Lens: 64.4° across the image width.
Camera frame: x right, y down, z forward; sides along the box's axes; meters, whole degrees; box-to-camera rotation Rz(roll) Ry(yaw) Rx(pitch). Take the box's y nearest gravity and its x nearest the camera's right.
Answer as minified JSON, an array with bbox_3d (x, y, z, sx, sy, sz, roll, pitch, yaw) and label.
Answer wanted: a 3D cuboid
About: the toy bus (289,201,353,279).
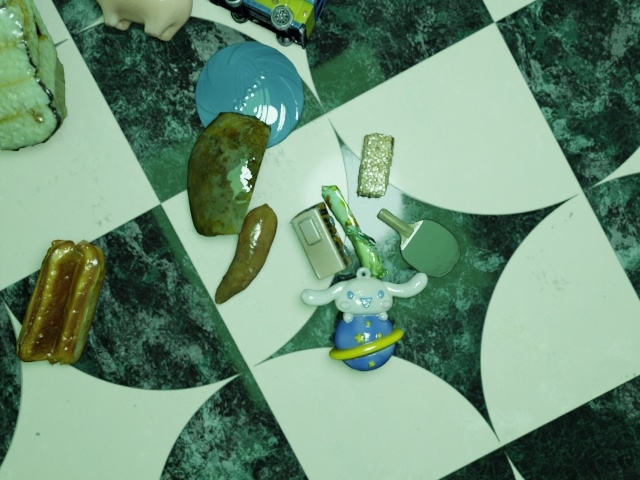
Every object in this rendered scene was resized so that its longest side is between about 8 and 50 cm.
[{"bbox_3d":[0.000,0.000,1.288,0.091,0.103,0.182,-25,91,19],"label":"toy bus"}]

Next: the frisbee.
[{"bbox_3d":[-0.186,-0.376,1.317,0.289,0.049,0.290,0,91,1],"label":"frisbee"}]

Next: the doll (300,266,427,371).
[{"bbox_3d":[0.137,0.191,1.284,0.310,0.159,0.243,-21,77,0],"label":"doll"}]

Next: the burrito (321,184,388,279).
[{"bbox_3d":[0.089,-0.025,1.294,0.054,0.104,0.288,-29,91,-8],"label":"burrito"}]

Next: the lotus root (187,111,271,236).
[{"bbox_3d":[-0.239,-0.162,1.262,0.209,0.142,0.314,7,99,0],"label":"lotus root"}]

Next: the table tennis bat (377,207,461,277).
[{"bbox_3d":[0.255,-0.002,1.335,0.246,0.022,0.138,35,92,-1],"label":"table tennis bat"}]

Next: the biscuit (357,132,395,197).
[{"bbox_3d":[0.143,-0.193,1.307,0.082,0.070,0.169,7,89,-4],"label":"biscuit"}]

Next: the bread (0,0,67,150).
[{"bbox_3d":[-0.760,-0.448,1.217,0.239,0.264,0.396,-14,129,-3],"label":"bread"}]

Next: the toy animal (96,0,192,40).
[{"bbox_3d":[-0.468,-0.652,1.242,0.326,0.237,0.270,16,101,-4],"label":"toy animal"}]

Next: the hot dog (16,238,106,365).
[{"bbox_3d":[-0.660,0.158,1.305,0.158,0.117,0.349,15,100,-27],"label":"hot dog"}]

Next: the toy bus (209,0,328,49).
[{"bbox_3d":[-0.135,-0.622,1.266,0.287,0.138,0.175,27,93,0],"label":"toy bus"}]

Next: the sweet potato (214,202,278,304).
[{"bbox_3d":[-0.188,0.042,1.306,0.097,0.097,0.292,25,92,0],"label":"sweet potato"}]
